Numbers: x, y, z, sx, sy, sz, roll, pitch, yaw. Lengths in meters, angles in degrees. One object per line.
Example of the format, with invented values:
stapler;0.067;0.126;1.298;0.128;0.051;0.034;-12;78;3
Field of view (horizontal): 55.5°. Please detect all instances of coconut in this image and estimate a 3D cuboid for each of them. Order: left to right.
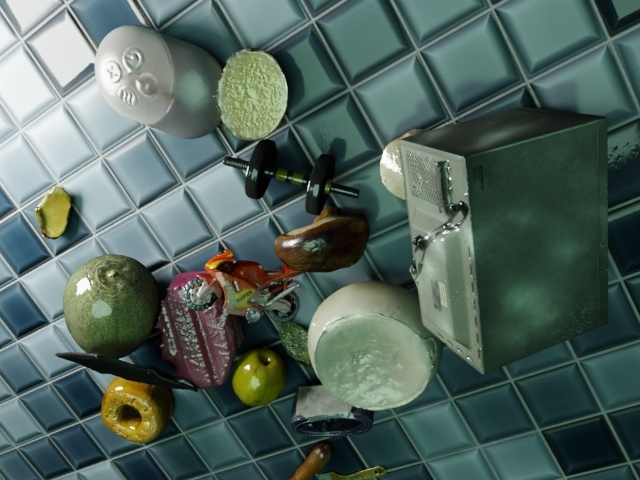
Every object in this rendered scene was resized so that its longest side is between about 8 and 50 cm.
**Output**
coconut;0.203;-0.161;1.309;0.147;0.152;0.147;7;116;15

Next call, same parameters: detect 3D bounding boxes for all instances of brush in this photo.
brush;0.097;0.703;1.801;0.218;0.010;0.082;-23;106;23

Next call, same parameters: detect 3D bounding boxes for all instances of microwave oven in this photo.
microwave oven;0.358;-0.011;1.207;0.375;0.236;0.431;-17;111;-17

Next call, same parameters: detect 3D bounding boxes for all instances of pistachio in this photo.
pistachio;-0.729;-0.082;1.658;0.090;0.049;0.172;17;117;-18

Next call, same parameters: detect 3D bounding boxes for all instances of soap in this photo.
soap;-0.319;0.246;1.640;0.221;0.127;0.324;-5;107;14

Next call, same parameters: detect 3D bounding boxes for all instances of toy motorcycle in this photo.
toy motorcycle;-0.185;0.114;1.513;0.298;0.089;0.170;10;86;-17

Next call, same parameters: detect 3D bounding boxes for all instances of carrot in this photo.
carrot;-0.040;0.683;1.807;0.059;0.059;0.247;34;120;-1

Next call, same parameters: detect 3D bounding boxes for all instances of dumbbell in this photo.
dumbbell;-0.069;-0.146;1.396;0.326;0.143;0.143;16;116;8

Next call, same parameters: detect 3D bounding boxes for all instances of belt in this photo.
belt;0.033;0.450;1.645;0.231;0.126;0.139;-10;134;18

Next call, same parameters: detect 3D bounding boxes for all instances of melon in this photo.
melon;-0.552;0.179;1.611;0.249;0.248;0.329;28;134;2

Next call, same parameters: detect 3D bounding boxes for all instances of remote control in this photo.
remote control;-0.367;-0.363;1.404;0.332;0.103;0.221;20;119;4

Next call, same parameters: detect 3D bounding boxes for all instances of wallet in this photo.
wallet;-0.506;0.347;1.612;0.247;0.041;0.323;-10;151;43

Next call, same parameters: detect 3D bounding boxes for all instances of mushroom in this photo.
mushroom;0.006;0.013;1.420;0.232;0.194;0.138;-15;108;32

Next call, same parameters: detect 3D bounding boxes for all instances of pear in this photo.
pear;-0.165;0.372;1.649;0.149;0.148;0.162;20;123;6

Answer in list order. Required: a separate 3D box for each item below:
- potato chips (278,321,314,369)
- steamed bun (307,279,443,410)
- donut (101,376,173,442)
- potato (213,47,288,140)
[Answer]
potato chips;-0.007;0.269;1.628;0.220;0.029;0.201;9;118;9
steamed bun;0.132;0.245;1.476;0.325;0.206;0.324;4;113;10
donut;-0.553;0.501;1.834;0.227;0.114;0.226;5;114;11
potato;-0.153;-0.325;1.362;0.164;0.081;0.200;5;101;-2
